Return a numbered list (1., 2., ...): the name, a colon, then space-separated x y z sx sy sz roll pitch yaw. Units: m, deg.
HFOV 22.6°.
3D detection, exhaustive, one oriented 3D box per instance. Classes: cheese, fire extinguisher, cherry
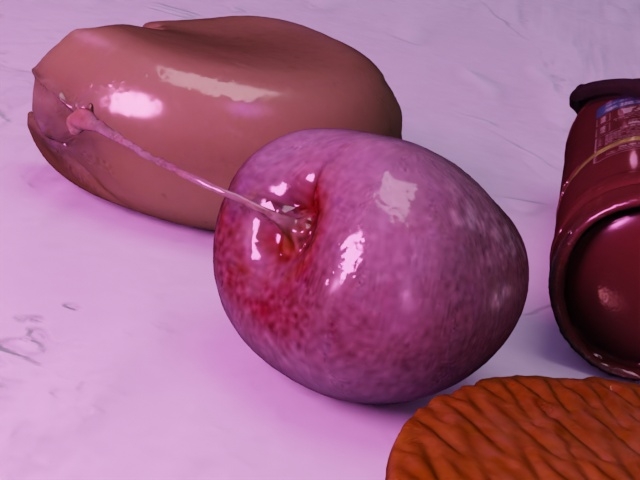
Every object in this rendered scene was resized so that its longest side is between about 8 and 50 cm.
1. cheese: -0.056 -0.066 0.843 0.202 0.091 0.175 -4 25 -44
2. fire extinguisher: 0.195 -0.023 0.895 0.141 0.105 0.341 31 21 1
3. cherry: 0.006 -0.003 0.685 0.148 0.115 0.188 -23 32 -31

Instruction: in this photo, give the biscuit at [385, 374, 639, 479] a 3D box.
1. biscuit: 0.144 0.119 0.555 0.261 0.037 0.262 12 19 -4
